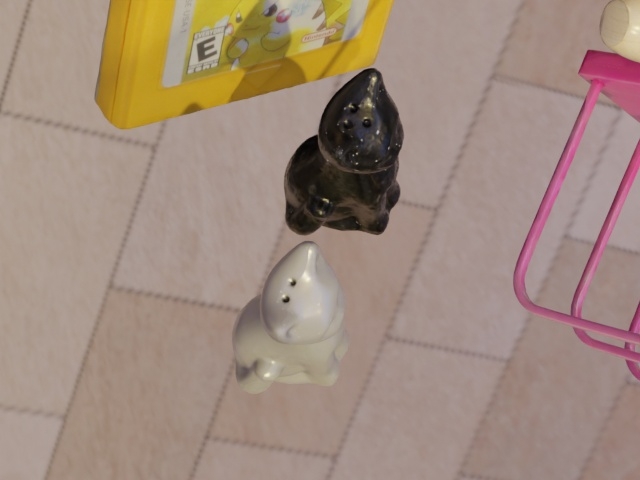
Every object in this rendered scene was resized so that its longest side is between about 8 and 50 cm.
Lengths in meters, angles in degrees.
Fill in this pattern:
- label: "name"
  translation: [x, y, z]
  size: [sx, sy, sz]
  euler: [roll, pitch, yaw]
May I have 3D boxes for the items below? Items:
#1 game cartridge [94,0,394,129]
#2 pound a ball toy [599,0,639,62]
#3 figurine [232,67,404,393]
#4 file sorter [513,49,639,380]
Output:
- label: "game cartridge"
  translation: [-0.035, -0.249, 1.335]
  size: [0.285, 0.052, 0.323]
  euler: [-18, 147, -30]
- label: "pound a ball toy"
  translation: [0.313, -0.219, 0.899]
  size: [0.136, 0.319, 0.208]
  euler: [3, 83, -38]
- label: "figurine"
  translation: [0.000, 0.000, 1.167]
  size: [0.092, 0.209, 0.215]
  euler: [18, 74, 1]
- label: "file sorter"
  translation: [0.297, 0.028, 1.070]
  size: [0.291, 0.202, 0.182]
  euler: [30, 82, -41]
